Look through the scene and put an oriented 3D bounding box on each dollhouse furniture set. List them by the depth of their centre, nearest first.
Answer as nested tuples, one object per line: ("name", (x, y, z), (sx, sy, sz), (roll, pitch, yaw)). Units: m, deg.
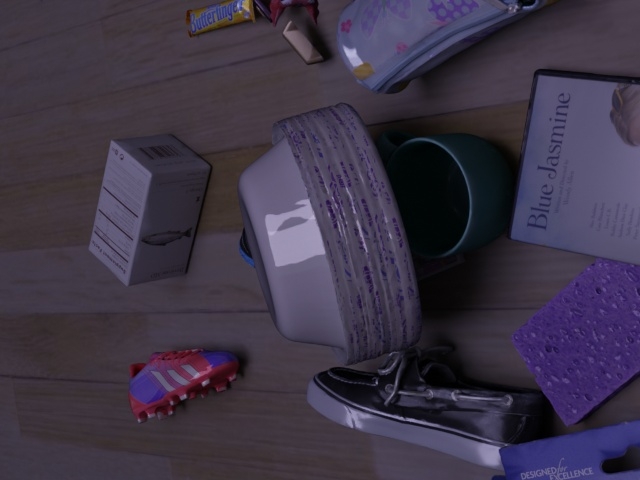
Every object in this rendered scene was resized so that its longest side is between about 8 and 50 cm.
("dollhouse furniture set", (-0.016, -0.276, 1.593), (0.081, 0.091, 0.114), (-40, 91, 2))

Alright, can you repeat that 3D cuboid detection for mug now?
("mug", (0.141, -0.064, 1.404), (0.129, 0.097, 0.157), (-25, 79, 47))

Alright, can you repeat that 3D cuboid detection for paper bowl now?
("paper bowl", (0.000, 0.000, 1.438), (0.284, 0.148, 0.284), (165, 90, -84))

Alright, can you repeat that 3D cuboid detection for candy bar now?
("candy bar", (-0.129, -0.294, 1.695), (0.161, 0.018, 0.040), (-1, 98, 52))

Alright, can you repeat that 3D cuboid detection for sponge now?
("sponge", (0.291, 0.089, 1.325), (0.117, 0.031, 0.210), (58, 134, 20))

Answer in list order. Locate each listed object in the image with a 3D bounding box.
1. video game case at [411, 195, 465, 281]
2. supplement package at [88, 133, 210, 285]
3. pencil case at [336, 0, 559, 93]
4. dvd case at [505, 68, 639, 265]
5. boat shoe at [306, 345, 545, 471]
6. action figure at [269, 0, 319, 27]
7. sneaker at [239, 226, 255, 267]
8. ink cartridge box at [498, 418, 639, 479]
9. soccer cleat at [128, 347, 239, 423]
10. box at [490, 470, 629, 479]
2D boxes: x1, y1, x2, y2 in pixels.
("video game case", (0.116, -0.019, 1.505), (0.087, 0.011, 0.122), (-27, 79, 47))
("supplement package", (-0.239, -0.044, 1.813), (0.105, 0.105, 0.179), (38, 125, 35))
("pencil case", (0.137, -0.248, 1.355), (0.273, 0.113, 0.124), (-24, 63, 48))
("dvd case", (0.298, -0.069, 1.264), (0.253, 0.022, 0.180), (13, 96, 45))
("boat shoe", (0.115, 0.173, 1.476), (0.306, 0.113, 0.105), (13, 101, 42))
("action figure", (-0.032, -0.416, 1.405), (0.276, 0.248, 0.370), (28, 116, 41))
("sneaker", (-0.039, 0.014, 1.638), (0.188, 0.067, 0.078), (32, 127, 42))
("ink cartridge box", (0.331, 0.330, 1.259), (0.304, 0.072, 0.307), (-19, 88, 35))
("soccer cleat", (-0.203, 0.188, 1.848), (0.248, 0.083, 0.095), (-33, 70, 48))
("box", (0.284, 0.311, 1.376), (0.225, 0.036, 0.136), (-8, 92, 46))
